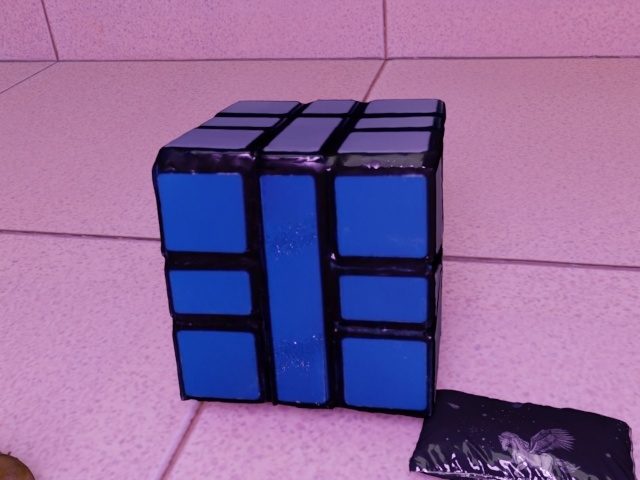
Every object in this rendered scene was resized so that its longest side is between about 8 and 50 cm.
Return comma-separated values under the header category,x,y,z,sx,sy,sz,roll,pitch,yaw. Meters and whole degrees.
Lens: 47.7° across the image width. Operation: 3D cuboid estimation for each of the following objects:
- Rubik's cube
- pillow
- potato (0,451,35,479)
category,x,y,z,sx,sy,sz,roll,pitch,yaw
Rubik's cube,0.000,0.000,0.823,0.284,0.288,0.293,0,19,9
pillow,0.199,0.200,0.708,0.208,0.055,0.141,5,21,17
potato,-0.342,0.248,0.686,0.138,0.070,0.091,-14,16,-16
